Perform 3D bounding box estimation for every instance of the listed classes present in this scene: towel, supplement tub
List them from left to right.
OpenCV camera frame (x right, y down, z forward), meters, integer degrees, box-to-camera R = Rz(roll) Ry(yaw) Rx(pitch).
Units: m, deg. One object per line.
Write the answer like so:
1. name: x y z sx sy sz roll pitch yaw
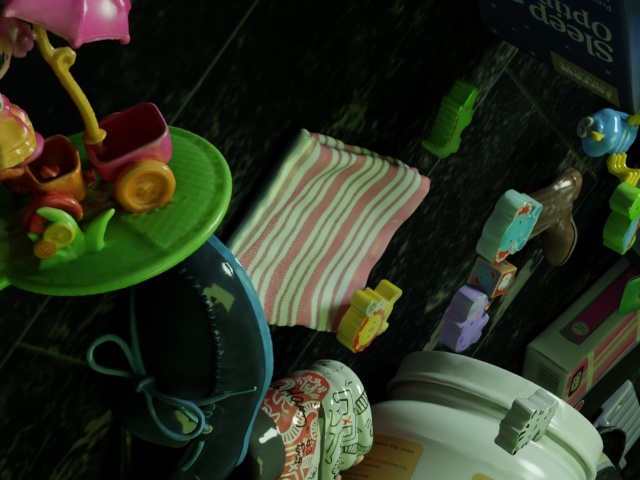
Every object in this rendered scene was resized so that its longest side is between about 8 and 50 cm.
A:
1. towel: 0.000 0.000 1.033 0.144 0.029 0.197 -59 153 10
2. supplement tub: 0.092 0.276 1.236 0.316 0.228 0.228 -62 157 -21

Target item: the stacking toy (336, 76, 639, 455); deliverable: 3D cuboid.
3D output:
1. stacking toy: 0.116 0.021 1.035 0.052 0.167 0.221 -14 131 -53

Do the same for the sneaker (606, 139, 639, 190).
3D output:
1. sneaker: 0.344 -0.120 1.422 0.170 0.051 0.089 -27 123 -9

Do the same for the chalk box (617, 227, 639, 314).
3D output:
1. chalk box: 0.435 -0.003 1.511 0.289 0.179 0.180 -34 158 -11

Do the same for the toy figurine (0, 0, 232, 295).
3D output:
1. toy figurine: -0.139 -0.067 0.674 0.173 0.130 0.159 -20 130 -10

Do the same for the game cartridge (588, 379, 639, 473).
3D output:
1. game cartridge: 0.289 0.338 1.875 0.355 0.068 0.230 -51 149 -6

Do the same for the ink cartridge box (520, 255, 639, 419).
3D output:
1. ink cartridge box: 0.360 0.078 1.678 0.371 0.069 0.176 -41 151 -29

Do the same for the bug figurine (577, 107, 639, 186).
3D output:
1. bug figurine: 0.306 -0.178 1.270 0.216 0.072 0.279 -4 121 -65

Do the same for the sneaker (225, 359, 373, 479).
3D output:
1. sneaker: -0.033 0.213 1.164 0.145 0.090 0.270 -26 140 -39

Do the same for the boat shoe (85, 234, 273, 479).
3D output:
1. boat shoe: -0.088 0.100 0.927 0.089 0.109 0.258 -33 145 -29

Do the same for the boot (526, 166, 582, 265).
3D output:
1. boot: 0.190 -0.005 1.325 0.114 0.037 0.106 -31 133 -44

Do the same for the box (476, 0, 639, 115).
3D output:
1. box: 0.161 -0.162 0.978 0.036 0.136 0.225 -49 153 -10

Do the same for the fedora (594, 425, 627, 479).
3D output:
1. fedora: 0.288 0.382 1.690 0.334 0.152 0.334 -38 151 -26
